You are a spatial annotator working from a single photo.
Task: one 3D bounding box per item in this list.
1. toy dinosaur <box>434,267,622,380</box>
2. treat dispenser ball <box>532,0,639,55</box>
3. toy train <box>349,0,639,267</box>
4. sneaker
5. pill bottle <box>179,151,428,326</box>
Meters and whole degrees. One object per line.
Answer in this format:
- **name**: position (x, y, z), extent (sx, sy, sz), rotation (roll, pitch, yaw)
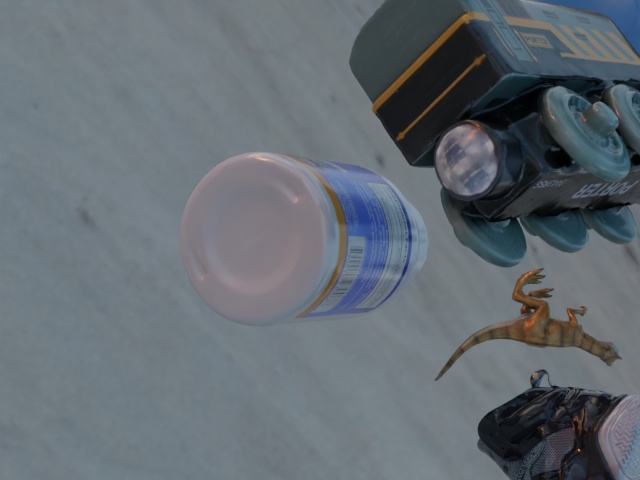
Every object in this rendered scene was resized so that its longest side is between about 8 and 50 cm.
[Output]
- **toy dinosaur**: position (0.228, 0.093, 1.429), extent (0.064, 0.212, 0.112), rotation (104, -13, -53)
- **treat dispenser ball**: position (0.363, -0.229, 1.376), extent (0.288, 0.288, 0.288), rotation (51, 12, -15)
- **toy train**: position (0.167, -0.096, 0.961), extent (0.334, 0.142, 0.190), rotation (-7, 61, -52)
- **sneaker**: position (0.213, 0.255, 1.299), extent (0.153, 0.268, 0.101), rotation (20, -20, 30)
- **pill bottle**: position (0.000, 0.000, 1.235), extent (0.152, 0.152, 0.272), rotation (57, 21, 15)
